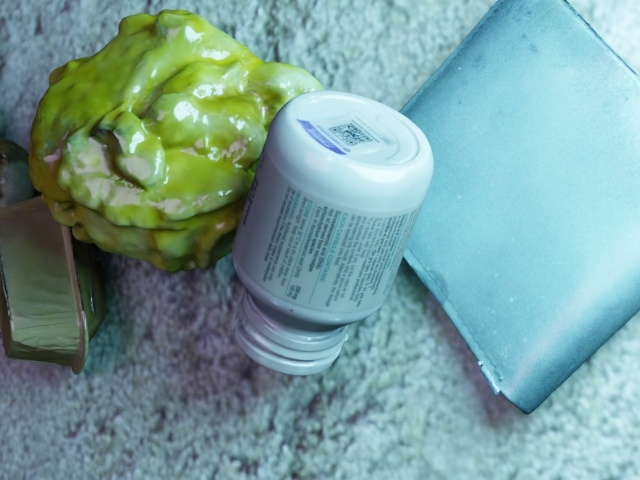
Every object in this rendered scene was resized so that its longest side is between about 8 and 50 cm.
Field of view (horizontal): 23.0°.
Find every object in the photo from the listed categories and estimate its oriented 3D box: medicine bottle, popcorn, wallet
[{"bbox_3d":[0.000,0.000,1.273,0.135,0.135,0.215,42,128,32],"label":"medicine bottle"},{"bbox_3d":[-0.124,-0.082,1.388,0.266,0.192,0.233,-8,56,5],"label":"popcorn"},{"bbox_3d":[0.168,-0.044,1.261,0.251,0.054,0.290,-46,59,14],"label":"wallet"}]

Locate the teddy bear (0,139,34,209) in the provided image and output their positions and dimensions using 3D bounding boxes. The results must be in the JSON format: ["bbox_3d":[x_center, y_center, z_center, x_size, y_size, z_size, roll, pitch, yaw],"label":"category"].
[{"bbox_3d":[-0.428,-0.122,1.527,0.156,0.256,0.267,-36,61,24],"label":"teddy bear"}]

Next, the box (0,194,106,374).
[{"bbox_3d":[-0.252,0.037,1.469,0.111,0.111,0.177,-22,68,25],"label":"box"}]
